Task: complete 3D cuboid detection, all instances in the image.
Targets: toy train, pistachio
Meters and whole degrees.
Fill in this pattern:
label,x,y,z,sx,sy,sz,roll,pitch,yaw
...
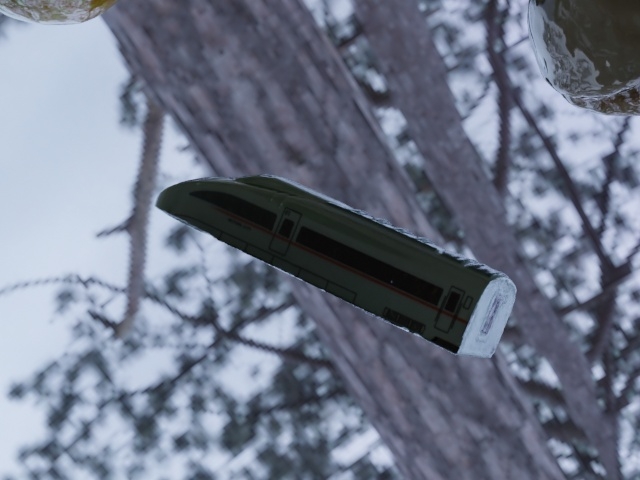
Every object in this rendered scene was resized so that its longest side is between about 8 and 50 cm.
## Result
label,x,y,z,sx,sy,sz,roll,pitch,yaw
toy train,0.000,0.000,1.568,0.407,0.086,0.088,24,-83,31
pistachio,0.190,-0.122,0.769,0.136,0.136,0.226,-47,-156,-22

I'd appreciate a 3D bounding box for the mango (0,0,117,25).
label,x,y,z,sx,sy,sz,roll,pitch,yaw
mango,-0.259,-0.354,1.327,0.225,0.382,0.201,19,-134,39
